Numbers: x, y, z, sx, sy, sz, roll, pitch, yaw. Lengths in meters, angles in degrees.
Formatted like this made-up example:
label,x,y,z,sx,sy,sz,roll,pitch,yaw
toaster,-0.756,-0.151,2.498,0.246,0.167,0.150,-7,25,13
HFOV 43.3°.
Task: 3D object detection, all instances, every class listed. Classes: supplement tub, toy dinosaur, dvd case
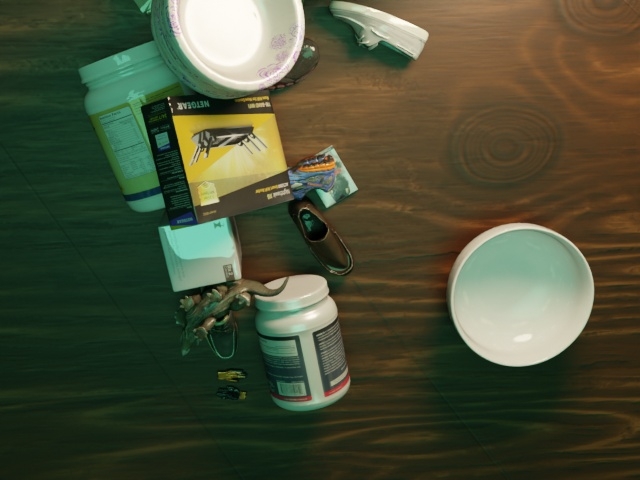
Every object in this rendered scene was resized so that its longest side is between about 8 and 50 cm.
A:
label,x,y,z,sx,sy,sz,roll,pitch,yaw
supplement tub,-0.350,-0.241,1.681,0.228,0.228,0.316,-20,105,1
supplement tub,-0.044,0.234,1.853,0.191,0.191,0.272,-11,106,-2
toy dinosaur,-0.216,0.130,1.763,0.313,0.160,0.121,-36,97,7
dvd case,0.020,-0.146,1.848,0.087,0.013,0.119,-30,104,4

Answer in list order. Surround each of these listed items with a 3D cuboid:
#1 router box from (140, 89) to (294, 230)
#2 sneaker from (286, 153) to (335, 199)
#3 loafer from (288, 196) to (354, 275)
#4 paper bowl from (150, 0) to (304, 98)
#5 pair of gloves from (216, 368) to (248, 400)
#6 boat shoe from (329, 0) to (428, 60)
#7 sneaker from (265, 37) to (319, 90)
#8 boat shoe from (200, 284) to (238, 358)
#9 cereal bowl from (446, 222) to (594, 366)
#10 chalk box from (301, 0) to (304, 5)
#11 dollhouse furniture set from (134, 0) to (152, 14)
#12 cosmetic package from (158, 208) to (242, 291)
label,x,y,z,sx,sy,sz,roll,pitch,yaw
router box,-0.196,-0.169,1.612,0.081,0.309,0.243,-9,97,36
sneaker,-0.069,-0.126,1.806,0.221,0.083,0.087,-10,114,9
loafer,0.000,0.000,1.852,0.080,0.078,0.220,-38,105,6
paper bowl,-0.184,-0.413,1.534,0.284,0.148,0.284,1,88,-31
pair of gloves,-0.215,0.352,1.965,0.074,0.010,0.083,2,108,-7
boat shoe,0.120,-0.450,1.740,0.228,0.079,0.081,17,99,-12
sneaker,-0.133,-0.354,1.701,0.281,0.162,0.106,-17,106,0
boat shoe,-0.240,0.181,1.883,0.080,0.073,0.223,-8,105,-3
cereal bowl,0.453,0.114,1.888,0.339,0.141,0.339,-1,106,-4
chalk box,-0.074,-0.600,1.657,0.132,0.132,0.213,15,104,-8
dollhouse furniture set,-0.329,-0.546,1.622,0.129,0.183,0.129,-32,105,4
cosmetic package,-0.260,0.004,1.777,0.151,0.183,0.151,-12,105,-2
